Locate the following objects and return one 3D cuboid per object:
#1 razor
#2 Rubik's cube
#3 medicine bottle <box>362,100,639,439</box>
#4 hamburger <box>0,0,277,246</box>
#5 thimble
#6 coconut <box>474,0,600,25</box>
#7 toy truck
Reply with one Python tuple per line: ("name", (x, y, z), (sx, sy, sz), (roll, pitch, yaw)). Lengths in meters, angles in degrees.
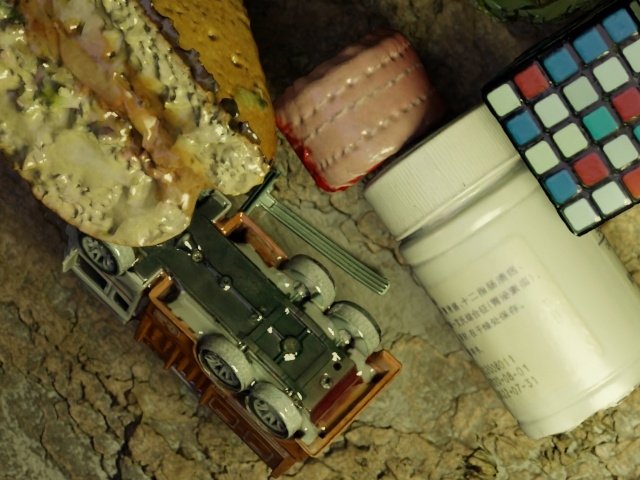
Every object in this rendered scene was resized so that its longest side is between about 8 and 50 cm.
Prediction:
("razor", (0.000, 0.001, 2.063), (0.191, 0.037, 0.068), (37, 81, 6))
("Rubik's cube", (0.297, -0.139, 1.820), (0.184, 0.187, 0.182), (-30, 94, 28))
("medicine bottle", (0.205, 0.025, 1.905), (0.190, 0.190, 0.332), (-33, 93, 27))
("hamburger", (-0.227, -0.218, 1.897), (0.268, 0.287, 0.445), (-38, 96, 27))
("thimble", (0.040, -0.137, 1.917), (0.163, 0.189, 0.125), (-34, 91, 23))
("coconut", (0.244, -0.277, 1.852), (0.158, 0.133, 0.055), (-3, 147, 30))
("toy truck", (-0.116, 0.081, 2.045), (0.387, 0.173, 0.207), (45, 152, 4))
